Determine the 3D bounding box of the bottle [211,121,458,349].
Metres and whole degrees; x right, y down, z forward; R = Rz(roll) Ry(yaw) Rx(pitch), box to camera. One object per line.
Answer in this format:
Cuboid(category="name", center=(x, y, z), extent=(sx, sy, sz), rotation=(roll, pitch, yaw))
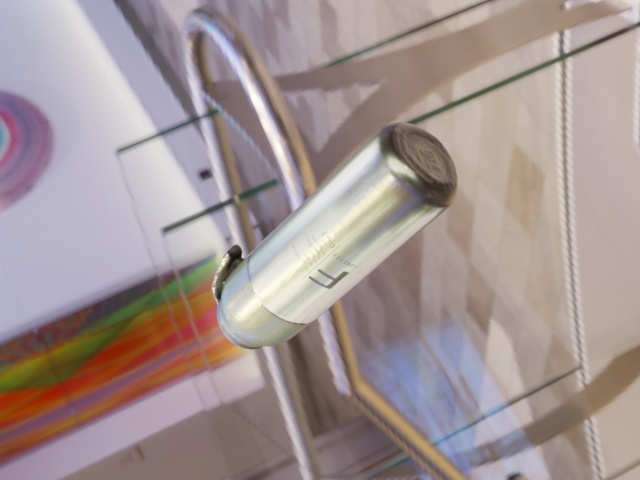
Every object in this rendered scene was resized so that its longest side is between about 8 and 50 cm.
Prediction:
Cuboid(category="bottle", center=(0.000, 0.000, 0.855), extent=(0.096, 0.079, 0.254), rotation=(46, 128, -1))
